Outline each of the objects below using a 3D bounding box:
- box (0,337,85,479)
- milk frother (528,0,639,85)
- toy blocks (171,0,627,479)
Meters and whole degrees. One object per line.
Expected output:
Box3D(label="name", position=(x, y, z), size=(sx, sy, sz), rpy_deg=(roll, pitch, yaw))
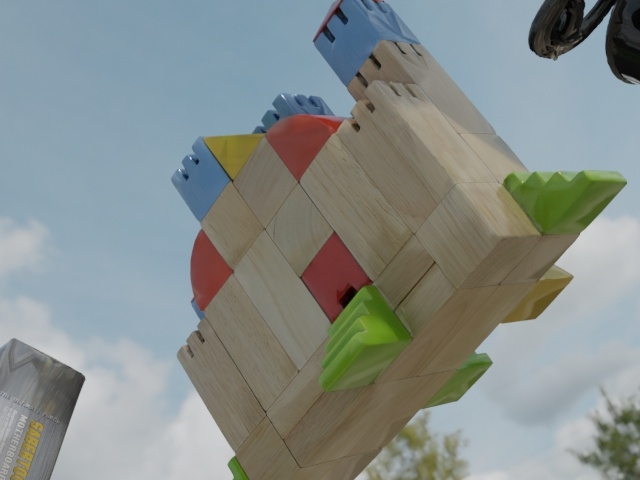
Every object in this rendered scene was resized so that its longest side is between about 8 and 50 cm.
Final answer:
Box3D(label="box", position=(-0.248, 0.185, 0.745), size=(0.056, 0.183, 0.231), rpy_deg=(34, -45, -24))
Box3D(label="milk frother", position=(0.199, -0.096, 0.610), size=(0.143, 0.135, 0.129), rpy_deg=(-35, -45, -18))
Box3D(label="toy blocks", position=(0.000, 0.000, 0.893), size=(0.191, 0.261, 0.381), rpy_deg=(-3, -41, -47))
